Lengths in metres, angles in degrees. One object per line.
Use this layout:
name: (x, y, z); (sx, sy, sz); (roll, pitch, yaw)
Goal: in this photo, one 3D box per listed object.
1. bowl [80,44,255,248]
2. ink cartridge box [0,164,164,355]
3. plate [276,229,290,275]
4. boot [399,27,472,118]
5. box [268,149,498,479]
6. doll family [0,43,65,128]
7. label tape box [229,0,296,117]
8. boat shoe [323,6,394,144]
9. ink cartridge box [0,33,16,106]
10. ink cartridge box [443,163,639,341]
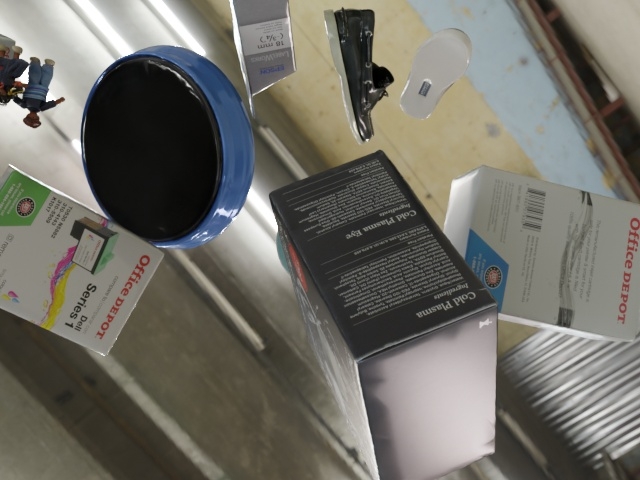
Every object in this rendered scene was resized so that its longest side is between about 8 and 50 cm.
bowl: (-0.306, -0.172, 1.442); (0.391, 0.391, 0.077); (56, -148, 10)
ink cartridge box: (-0.429, 0.035, 1.241); (0.278, 0.201, 0.117); (32, 173, -28)
plate: (0.000, 0.000, 1.520); (0.188, 0.188, 0.024); (59, -165, 18)
boot: (0.161, -0.244, 1.017); (0.069, 0.086, 0.190); (29, 158, -3)
box: (0.087, 0.116, 1.035); (0.312, 0.178, 0.343); (-121, 13, -44)
doll family: (-0.491, -0.233, 1.152); (0.076, 0.192, 0.111); (80, -167, -70)
label tape box: (-0.122, -0.443, 1.472); (0.334, 0.105, 0.241); (84, 173, -59)
boat shoe: (0.093, -0.334, 1.551); (0.340, 0.113, 0.127); (71, -172, -46)
ink cartridge box: (-0.647, -0.315, 1.351); (0.072, 0.128, 0.175); (26, -161, 36)
ink cartridge box: (0.361, 0.027, 1.239); (0.307, 0.223, 0.129); (13, 171, -11)
